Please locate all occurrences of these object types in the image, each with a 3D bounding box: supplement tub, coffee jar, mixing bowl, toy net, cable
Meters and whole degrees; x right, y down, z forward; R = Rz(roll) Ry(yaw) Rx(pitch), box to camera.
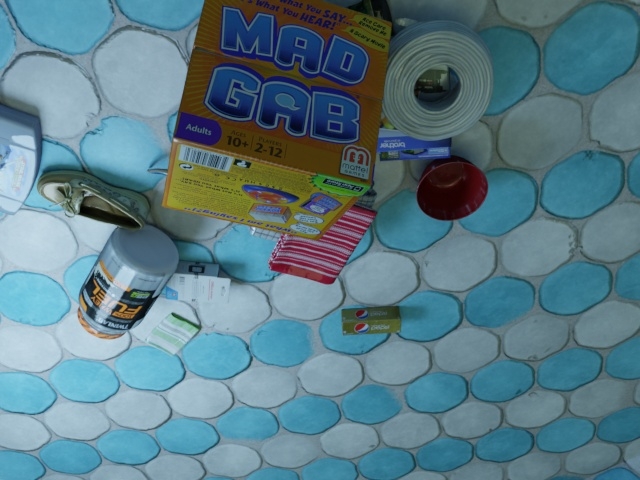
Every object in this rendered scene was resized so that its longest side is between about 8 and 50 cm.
[{"bbox_3d":[-0.533,0.118,1.795,0.193,0.193,0.316,25,124,-21],"label":"supplement tub"},{"bbox_3d":[0.063,-0.463,1.430,0.184,0.079,0.096,-13,121,8],"label":"coffee jar"},{"bbox_3d":[0.327,-0.150,1.683,0.181,0.098,0.181,-2,130,-2],"label":"mixing bowl"},{"bbox_3d":[0.268,-0.305,1.596,0.122,0.045,0.232,11,126,4],"label":"toy net"},{"bbox_3d":[0.247,-0.341,1.416,0.257,0.089,0.257,0,123,-2],"label":"cable"}]

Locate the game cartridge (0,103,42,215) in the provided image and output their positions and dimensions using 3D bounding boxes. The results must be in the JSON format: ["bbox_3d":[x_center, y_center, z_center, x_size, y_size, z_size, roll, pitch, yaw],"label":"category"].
[{"bbox_3d":[-0.797,-0.197,1.618,0.198,0.062,0.297,21,125,-14],"label":"game cartridge"}]

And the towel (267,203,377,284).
[{"bbox_3d":[0.000,0.000,1.687,0.199,0.031,0.275,16,128,-18],"label":"towel"}]

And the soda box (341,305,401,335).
[{"bbox_3d":[0.155,0.246,2.020,0.181,0.058,0.061,-3,129,-1],"label":"soda box"}]

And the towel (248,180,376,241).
[{"bbox_3d":[-0.025,-0.088,1.707,0.284,0.121,0.235,14,128,-16],"label":"towel"}]

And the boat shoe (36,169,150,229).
[{"bbox_3d":[-0.581,-0.101,1.681,0.285,0.089,0.104,13,128,-13],"label":"boat shoe"}]

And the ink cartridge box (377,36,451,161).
[{"bbox_3d":[0.210,-0.316,1.535,0.186,0.065,0.311,-2,126,11],"label":"ink cartridge box"}]

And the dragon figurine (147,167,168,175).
[{"bbox_3d":[-0.286,-0.156,1.655,0.289,0.085,0.144,-15,128,8],"label":"dragon figurine"}]

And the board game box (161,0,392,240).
[{"bbox_3d":[-0.101,-0.247,1.336,0.356,0.356,0.356,13,161,-13],"label":"board game box"}]

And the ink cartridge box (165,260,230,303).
[{"bbox_3d":[-0.349,0.120,1.890,0.180,0.060,0.104,6,128,-7],"label":"ink cartridge box"}]

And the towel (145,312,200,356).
[{"bbox_3d":[-0.461,0.295,2.050,0.113,0.023,0.152,32,121,-26],"label":"towel"}]
